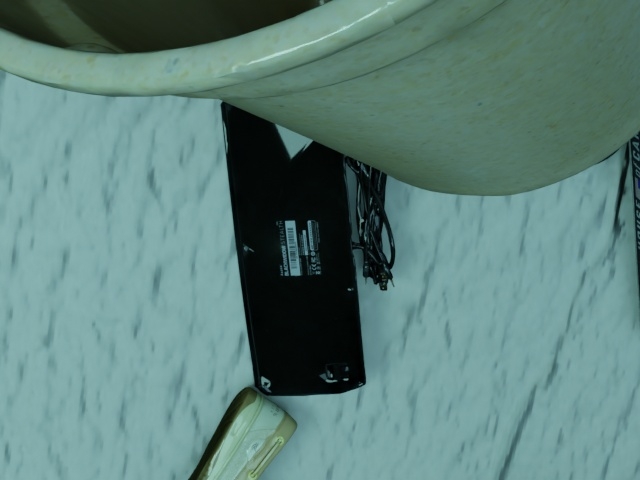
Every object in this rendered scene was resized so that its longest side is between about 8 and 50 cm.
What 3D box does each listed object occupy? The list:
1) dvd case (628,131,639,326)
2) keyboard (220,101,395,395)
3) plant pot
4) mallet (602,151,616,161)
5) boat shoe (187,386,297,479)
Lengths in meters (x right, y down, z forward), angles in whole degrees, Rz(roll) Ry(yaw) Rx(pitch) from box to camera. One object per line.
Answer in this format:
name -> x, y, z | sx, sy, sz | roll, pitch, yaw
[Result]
dvd case -> 0.272, -0.063, 0.709 | 0.179, 0.029, 0.239 | -15, 117, -9
keyboard -> 0.000, 0.000, 0.713 | 0.100, 0.038, 0.192 | -1, 105, 15
plant pot -> 0.035, -0.167, 0.503 | 0.333, 0.305, 0.334 | -8, 72, 25
mallet -> 0.207, -0.127, 0.711 | 0.189, 0.039, 0.062 | -44, 111, -2
boat shoe -> -0.060, 0.158, 0.722 | 0.045, 0.050, 0.135 | 29, 97, -9
